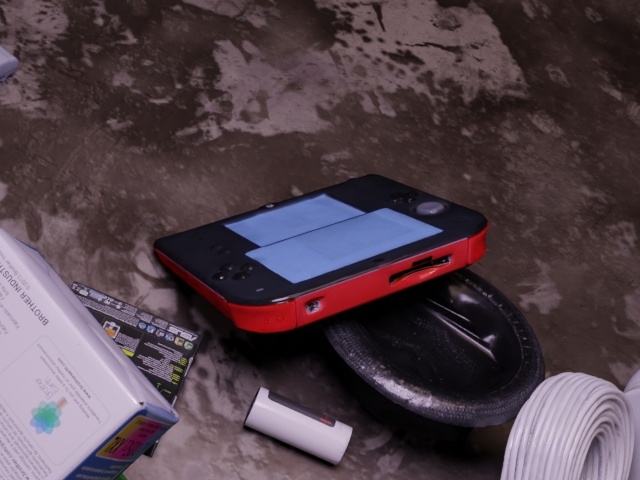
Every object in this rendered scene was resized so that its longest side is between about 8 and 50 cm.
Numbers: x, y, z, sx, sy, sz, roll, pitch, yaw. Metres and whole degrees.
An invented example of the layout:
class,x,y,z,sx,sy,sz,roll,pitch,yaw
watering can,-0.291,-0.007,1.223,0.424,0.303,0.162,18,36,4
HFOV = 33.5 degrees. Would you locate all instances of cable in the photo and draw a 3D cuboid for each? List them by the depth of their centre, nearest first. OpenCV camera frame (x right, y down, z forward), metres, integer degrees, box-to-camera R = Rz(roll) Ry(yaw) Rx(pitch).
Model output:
class,x,y,z,sx,sy,sz,roll,pitch,yaw
cable,0.321,0.299,1.378,0.089,0.257,0.257,10,77,36

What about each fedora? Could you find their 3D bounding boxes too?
class,x,y,z,sx,sy,sz,roll,pitch,yaw
fedora,0.135,0.161,1.467,0.334,0.152,0.334,10,40,-9

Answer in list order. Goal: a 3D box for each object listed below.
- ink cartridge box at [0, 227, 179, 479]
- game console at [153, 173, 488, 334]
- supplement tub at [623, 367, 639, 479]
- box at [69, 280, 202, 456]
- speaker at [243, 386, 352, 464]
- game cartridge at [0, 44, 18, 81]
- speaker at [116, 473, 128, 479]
class,x,y,z,sx,sy,sz,roll,pitch,yaw
ink cartridge box,-0.383,0.214,1.077,0.395,0.151,0.270,-42,71,-5
game console,0.000,0.000,1.471,0.386,0.060,0.342,-18,27,-25
supplement tub,0.583,0.246,1.548,0.316,0.228,0.228,-22,62,-38
box,-0.268,0.161,1.366,0.190,0.045,0.184,23,47,-5
speaker,-0.029,0.243,1.394,0.136,0.055,0.055,25,45,-2
game cartridge,-0.620,-0.264,1.568,0.198,0.062,0.297,41,43,5
speaker,-0.298,0.274,1.193,0.296,0.131,0.131,45,47,17
